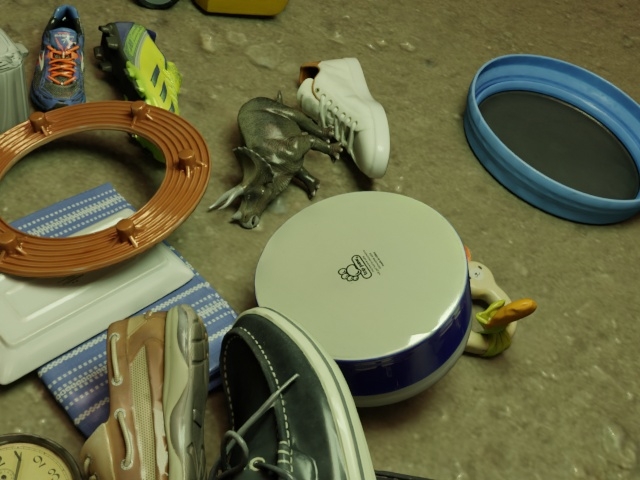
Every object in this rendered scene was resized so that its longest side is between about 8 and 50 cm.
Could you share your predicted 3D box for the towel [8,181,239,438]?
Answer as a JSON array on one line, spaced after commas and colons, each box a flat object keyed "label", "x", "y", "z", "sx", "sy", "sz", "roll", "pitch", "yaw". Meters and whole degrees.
[{"label": "towel", "x": -0.263, "y": 0.081, "z": 1.040, "sx": 0.243, "sy": 0.040, "sz": 0.336, "roll": -29, "pitch": 63, "yaw": -36}]

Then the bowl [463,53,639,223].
[{"label": "bowl", "x": 0.441, "y": -0.187, "z": 1.525, "sx": 0.391, "sy": 0.077, "sz": 0.391, "roll": 11, "pitch": 46, "yaw": -12}]

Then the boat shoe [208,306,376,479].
[{"label": "boat shoe", "x": -0.045, "y": 0.255, "z": 0.800, "sx": 0.156, "sy": 0.186, "sz": 0.500, "roll": 3, "pitch": 42, "yaw": -21}]

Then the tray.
[{"label": "tray", "x": -0.298, "y": 0.050, "z": 1.010, "sx": 0.270, "sy": 0.030, "sz": 0.145, "roll": -31, "pitch": 62, "yaw": -36}]

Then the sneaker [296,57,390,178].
[{"label": "sneaker", "x": 0.028, "y": -0.196, "z": 1.366, "sx": 0.123, "sy": 0.106, "sz": 0.290, "roll": -3, "pitch": 41, "yaw": -15}]

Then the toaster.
[{"label": "toaster", "x": -0.500, "y": -0.206, "z": 1.128, "sx": 0.227, "sy": 0.146, "sz": 0.129, "roll": -25, "pitch": 60, "yaw": -36}]

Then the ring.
[{"label": "ring", "x": -0.308, "y": -0.085, "z": 1.077, "sx": 0.337, "sy": 0.032, "sz": 0.336, "roll": -3, "pitch": 44, "yaw": 3}]

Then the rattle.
[{"label": "rattle", "x": 0.220, "y": 0.049, "z": 1.181, "sx": 0.130, "sy": 0.142, "sz": 0.199, "roll": 0, "pitch": 53, "yaw": 3}]

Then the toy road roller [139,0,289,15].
[{"label": "toy road roller", "x": -0.195, "y": -0.556, "z": 1.504, "sx": 0.330, "sy": 0.240, "sz": 0.202, "roll": 1, "pitch": 49, "yaw": -21}]

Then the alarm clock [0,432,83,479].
[{"label": "alarm clock", "x": -0.313, "y": 0.246, "z": 0.839, "sx": 0.129, "sy": 0.064, "sz": 0.192, "roll": -22, "pitch": 62, "yaw": -35}]

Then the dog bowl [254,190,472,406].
[{"label": "dog bowl", "x": 0.054, "y": 0.066, "z": 1.050, "sx": 0.265, "sy": 0.104, "sz": 0.265, "roll": -6, "pitch": 49, "yaw": 7}]

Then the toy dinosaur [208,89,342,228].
[{"label": "toy dinosaur", "x": -0.065, "y": -0.160, "z": 1.275, "sx": 0.160, "sy": 0.121, "sz": 0.313, "roll": 18, "pitch": 48, "yaw": -24}]

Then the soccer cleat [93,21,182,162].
[{"label": "soccer cleat", "x": -0.253, "y": -0.236, "z": 1.292, "sx": 0.121, "sy": 0.093, "sz": 0.289, "roll": -6, "pitch": 52, "yaw": -34}]

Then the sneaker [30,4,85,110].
[{"label": "sneaker", "x": -0.395, "y": -0.275, "z": 1.275, "sx": 0.083, "sy": 0.087, "sz": 0.221, "roll": 0, "pitch": 49, "yaw": -20}]

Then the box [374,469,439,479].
[{"label": "box", "x": 0.150, "y": 0.400, "z": 0.873, "sx": 0.293, "sy": 0.073, "sz": 0.295, "roll": 14, "pitch": 45, "yaw": -10}]

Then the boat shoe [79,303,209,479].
[{"label": "boat shoe", "x": -0.181, "y": 0.224, "z": 0.867, "sx": 0.116, "sy": 0.123, "sz": 0.324, "roll": -2, "pitch": 61, "yaw": 2}]
